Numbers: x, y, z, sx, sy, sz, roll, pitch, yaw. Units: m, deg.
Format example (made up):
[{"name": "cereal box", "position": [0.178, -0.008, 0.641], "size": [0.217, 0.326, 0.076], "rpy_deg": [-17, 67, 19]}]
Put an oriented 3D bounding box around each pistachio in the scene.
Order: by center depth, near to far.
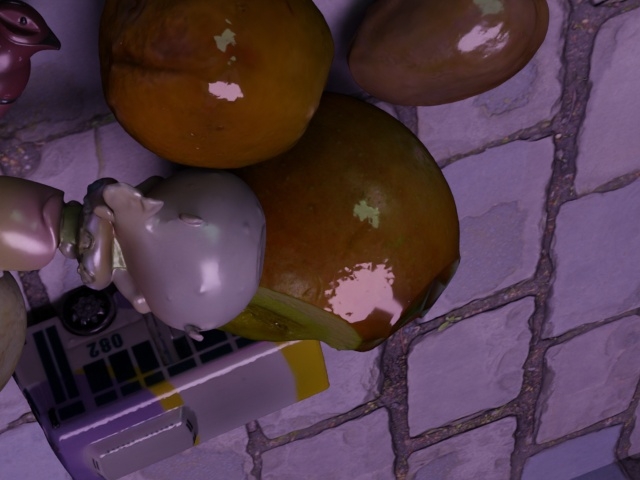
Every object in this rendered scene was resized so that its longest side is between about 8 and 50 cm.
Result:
[{"name": "pistachio", "position": [0.166, -0.267, 2.136], "size": [0.260, 0.163, 0.213], "rpy_deg": [-35, 113, 17]}]

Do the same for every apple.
[{"name": "apple", "position": [0.000, 0.000, 2.189], "size": [0.374, 0.374, 0.384], "rpy_deg": [15, 123, -46]}]

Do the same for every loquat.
[{"name": "loquat", "position": [-0.117, -0.220, 1.896], "size": [0.284, 0.276, 0.276], "rpy_deg": [19, 128, -28]}]

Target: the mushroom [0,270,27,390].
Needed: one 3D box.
[{"name": "mushroom", "position": [-0.552, 0.114, 2.080], "size": [0.352, 0.260, 0.352], "rpy_deg": [-13, 139, -12]}]

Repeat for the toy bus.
[{"name": "toy bus", "position": [-0.225, 0.186, 2.413], "size": [0.440, 0.249, 0.209], "rpy_deg": [-22, 147, -7]}]

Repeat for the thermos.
[{"name": "thermos", "position": [-0.443, -0.167, 1.914], "size": [0.330, 0.136, 0.109], "rpy_deg": [-44, 171, 26]}]

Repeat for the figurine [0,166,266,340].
[{"name": "figurine", "position": [-0.261, -0.020, 1.918], "size": [0.394, 0.227, 0.274], "rpy_deg": [7, 159, -1]}]
